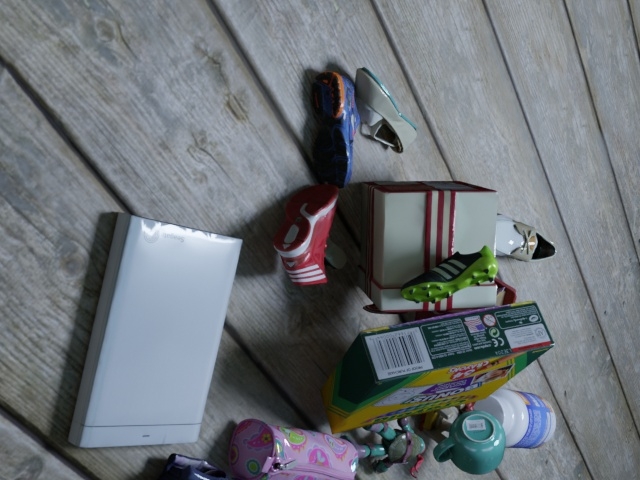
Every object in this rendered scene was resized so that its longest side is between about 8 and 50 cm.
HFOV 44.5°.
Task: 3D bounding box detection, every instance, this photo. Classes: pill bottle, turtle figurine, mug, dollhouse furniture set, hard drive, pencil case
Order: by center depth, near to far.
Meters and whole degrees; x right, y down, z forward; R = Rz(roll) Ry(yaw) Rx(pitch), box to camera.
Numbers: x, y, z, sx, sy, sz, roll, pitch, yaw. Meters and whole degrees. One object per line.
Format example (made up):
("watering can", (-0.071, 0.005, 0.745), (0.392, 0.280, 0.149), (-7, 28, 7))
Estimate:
("hard drive", (-0.256, 0.149, 1.253), (0.233, 0.047, 0.353), (14, 88, -48))
("pencil case", (-0.047, 0.416, 1.484), (0.284, 0.124, 0.124), (29, 77, -48))
("turtle figurine", (0.157, 0.438, 1.724), (0.234, 0.118, 0.175), (22, 82, -42))
("mug", (0.351, 0.465, 1.796), (0.157, 0.129, 0.097), (-39, 143, -30))
("dollhouse furniture set", (0.315, 0.267, 1.859), (0.201, 0.152, 0.374), (-25, 134, -42))
("pill bottle", (0.499, 0.470, 2.067), (0.272, 0.152, 0.152), (20, 84, -48))

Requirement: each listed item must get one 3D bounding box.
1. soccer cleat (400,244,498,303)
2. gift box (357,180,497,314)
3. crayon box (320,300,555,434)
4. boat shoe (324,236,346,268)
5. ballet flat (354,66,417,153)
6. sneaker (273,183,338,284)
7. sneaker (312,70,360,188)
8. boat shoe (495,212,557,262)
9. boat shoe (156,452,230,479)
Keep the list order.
("soccer cleat", (0.228, 0.062, 1.400), (0.072, 0.178, 0.060), (-94, 159, -46))
("gift box", (0.210, 0.017, 1.551), (0.255, 0.276, 0.258), (0, 98, -3))
("crayon box", (0.212, 0.250, 1.511), (0.362, 0.313, 0.106), (-8, 62, -19))
("boat shoe", (-0.001, 0.001, 1.503), (0.049, 0.042, 0.133), (-47, 116, -23))
("ballet flat", (0.120, -0.246, 1.547), (0.248, 0.086, 0.086), (37, 71, -52))
("sneaker", (-0.018, -0.002, 1.429), (0.221, 0.087, 0.128), (-55, 142, -46))
("sneaker", (0.041, -0.207, 1.476), (0.087, 0.083, 0.221), (-18, 114, -50))
("boat shoe", (0.505, -0.004, 2.005), (0.302, 0.103, 0.113), (8, 92, -48))
("boat shoe", (-0.172, 0.488, 1.355), (0.340, 0.127, 0.158), (41, 76, -43))
